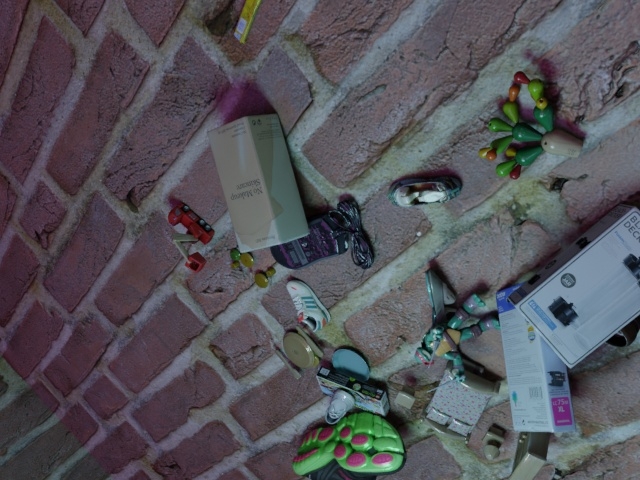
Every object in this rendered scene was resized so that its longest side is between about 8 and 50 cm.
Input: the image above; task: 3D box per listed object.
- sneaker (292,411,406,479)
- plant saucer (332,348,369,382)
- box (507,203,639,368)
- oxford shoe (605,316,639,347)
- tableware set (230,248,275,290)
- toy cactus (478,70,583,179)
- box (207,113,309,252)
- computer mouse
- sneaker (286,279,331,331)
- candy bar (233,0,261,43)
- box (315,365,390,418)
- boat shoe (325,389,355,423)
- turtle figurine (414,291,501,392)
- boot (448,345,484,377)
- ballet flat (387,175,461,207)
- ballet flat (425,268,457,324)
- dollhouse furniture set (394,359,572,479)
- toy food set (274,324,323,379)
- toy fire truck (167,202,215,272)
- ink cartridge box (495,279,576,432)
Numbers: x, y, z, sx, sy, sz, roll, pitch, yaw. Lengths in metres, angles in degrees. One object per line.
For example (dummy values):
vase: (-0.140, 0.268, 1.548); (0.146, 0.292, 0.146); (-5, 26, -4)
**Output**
sneaker: (0.109, 0.634, 2.037); (0.202, 0.185, 0.483); (36, 148, -16)
plant saucer: (0.090, 0.351, 1.961); (0.119, 0.021, 0.119); (19, 127, 26)
box: (0.528, 0.084, 1.330); (0.290, 0.087, 0.169); (-40, 90, 8)
oxford shoe: (0.549, 0.154, 1.457); (0.227, 0.096, 0.082); (22, 130, 25)
tableware set: (-0.196, 0.081, 1.993); (0.154, 0.024, 0.103); (16, 123, 28)
toy cactus: (0.411, -0.203, 1.334); (0.181, 0.112, 0.218); (20, 120, 12)
box: (-0.150, -0.139, 1.693); (0.148, 0.121, 0.310); (-15, 92, 38)
computer mouse: (0.000, 0.000, 1.774); (0.273, 0.072, 0.188); (-13, 108, 27)
sneaker: (-0.044, 0.182, 1.910); (0.161, 0.075, 0.057); (50, 134, -2)
candy bar: (-0.163, -0.520, 1.583); (0.040, 0.018, 0.161); (42, 134, 10)
box: (0.094, 0.433, 1.977); (0.207, 0.036, 0.114); (16, 146, 27)
boat shoe: (0.048, 0.481, 1.988); (0.066, 0.063, 0.184); (33, 150, 1)
turtle figurine: (0.297, 0.233, 1.607); (0.175, 0.234, 0.118); (48, -179, -37)
boot: (0.365, 0.312, 1.733); (0.087, 0.042, 0.118); (12, 125, 22)
ballet flat: (0.219, -0.105, 1.547); (0.189, 0.070, 0.070); (-11, 111, 40)
ballet flat: (0.295, 0.156, 1.670); (0.068, 0.072, 0.213); (-7, 117, 8)
dollhouse furniture set: (0.366, 0.409, 1.658); (0.356, 0.173, 0.303); (23, 129, 9)
toy food set: (-0.057, 0.323, 2.043); (0.132, 0.039, 0.192); (49, 140, 9)
toy fire truck: (-0.378, -0.010, 1.983); (0.192, 0.135, 0.047); (42, 133, 6)
ink cartridge box: (0.454, 0.248, 1.482); (0.186, 0.065, 0.310); (123, 141, -73)
